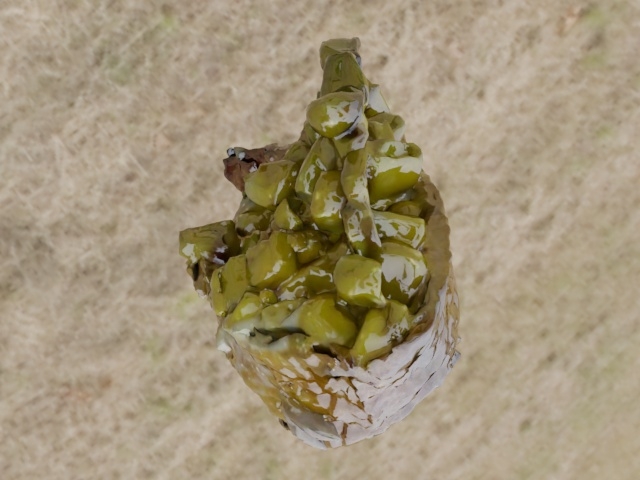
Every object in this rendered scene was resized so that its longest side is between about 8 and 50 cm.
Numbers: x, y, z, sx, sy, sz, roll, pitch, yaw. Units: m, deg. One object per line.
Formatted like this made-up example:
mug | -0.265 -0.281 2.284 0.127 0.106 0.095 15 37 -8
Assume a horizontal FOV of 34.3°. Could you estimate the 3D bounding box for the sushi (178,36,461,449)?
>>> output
sushi | 0.001 0.000 0.596 0.166 0.296 0.179 -32 110 20
